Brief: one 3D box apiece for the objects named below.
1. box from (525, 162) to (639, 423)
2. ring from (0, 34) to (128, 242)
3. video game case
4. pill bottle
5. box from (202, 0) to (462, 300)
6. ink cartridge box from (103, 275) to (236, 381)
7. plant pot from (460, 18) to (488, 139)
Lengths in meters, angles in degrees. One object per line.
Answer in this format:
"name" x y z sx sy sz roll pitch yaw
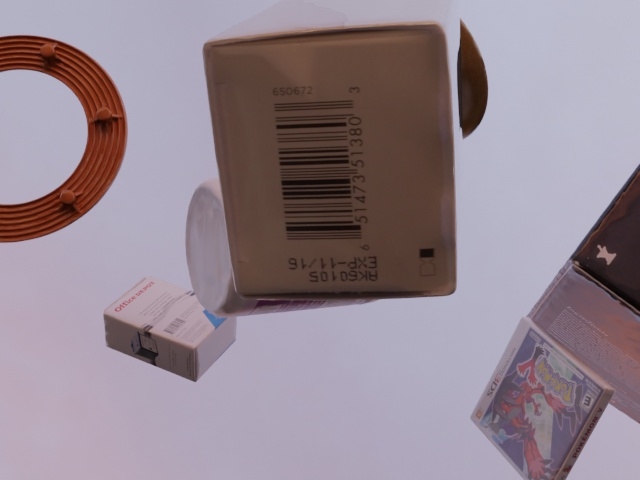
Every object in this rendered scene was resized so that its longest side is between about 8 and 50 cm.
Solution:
"box" 0.600 0.005 1.423 0.297 0.480 0.472 36 -12 15
"ring" -0.457 -0.160 1.302 0.337 0.336 0.032 4 -16 -1
"video game case" 0.305 0.232 1.239 0.023 0.201 0.183 16 -74 -28
"pill bottle" 0.000 0.000 1.086 0.302 0.169 0.169 -4 -49 -29
"box" 0.031 -0.089 0.575 0.121 0.311 0.148 -2 -71 10
"ink cartridge box" -0.262 0.151 1.540 0.191 0.139 0.082 16 -56 21
"plant pot" 0.111 -0.221 1.143 0.236 0.032 0.236 33 -34 26
